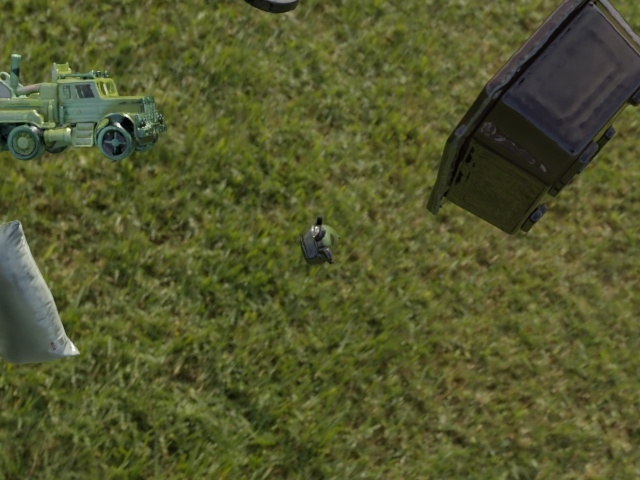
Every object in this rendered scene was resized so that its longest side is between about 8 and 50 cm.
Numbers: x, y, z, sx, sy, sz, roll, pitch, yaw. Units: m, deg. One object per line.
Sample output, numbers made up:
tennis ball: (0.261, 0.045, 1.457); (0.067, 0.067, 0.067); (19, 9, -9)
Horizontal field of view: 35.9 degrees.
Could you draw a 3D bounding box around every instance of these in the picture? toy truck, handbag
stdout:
toy truck: (-0.344, -0.176, 1.315); (0.260, 0.135, 0.128); (5, 12, 9)
handbag: (0.000, 0.000, 1.413); (0.047, 0.111, 0.072); (-14, 94, 12)

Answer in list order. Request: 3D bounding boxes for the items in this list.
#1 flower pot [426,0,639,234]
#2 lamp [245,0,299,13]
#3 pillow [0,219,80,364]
flower pot: (0.176, -0.085, 0.762); (0.084, 0.251, 0.179); (41, 81, 10)
lamp: (-0.009, -0.500, 1.370); (0.130, 0.371, 0.108); (17, 28, -15)
pillow: (-0.467, 0.081, 1.479); (0.144, 0.254, 0.078); (0, 34, 25)
